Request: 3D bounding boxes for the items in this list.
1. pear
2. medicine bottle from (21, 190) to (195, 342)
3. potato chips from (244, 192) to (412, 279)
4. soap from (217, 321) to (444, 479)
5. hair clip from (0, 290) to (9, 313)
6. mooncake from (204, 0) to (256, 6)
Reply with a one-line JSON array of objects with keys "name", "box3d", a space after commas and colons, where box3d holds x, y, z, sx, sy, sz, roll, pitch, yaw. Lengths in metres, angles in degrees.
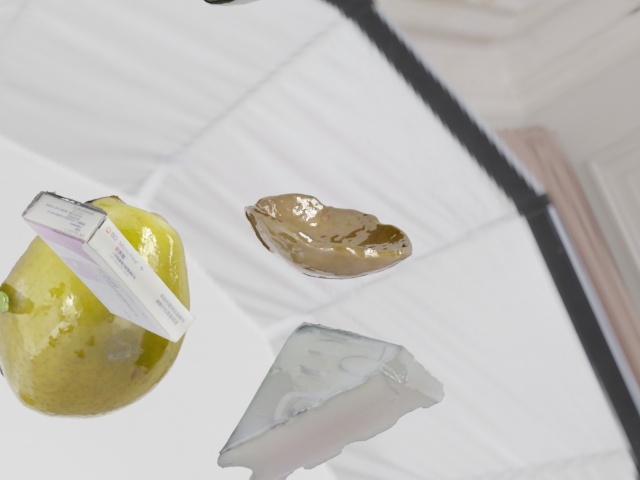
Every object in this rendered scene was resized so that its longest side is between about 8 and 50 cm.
[{"name": "pear", "box3d": [-0.352, 0.136, 2.362, 0.340, 0.191, 0.386, 20, -81, -36]}, {"name": "medicine bottle", "box3d": [-0.261, 0.031, 1.764, 0.171, 0.201, 0.052, 19, 63, 48]}, {"name": "potato chips", "box3d": [0.001, 0.001, 1.513, 0.195, 0.061, 0.208, 4, 14, -37]}, {"name": "soap", "box3d": [0.019, 0.296, 2.334, 0.258, 0.302, 0.159, 12, -28, 37]}, {"name": "hair clip", "box3d": [-0.549, 0.091, 2.309, 0.033, 0.060, 0.188, -4, 10, -29]}, {"name": "mooncake", "box3d": [-0.141, -0.475, 1.828, 0.187, 0.351, 0.351, -13, -5, 38]}]
